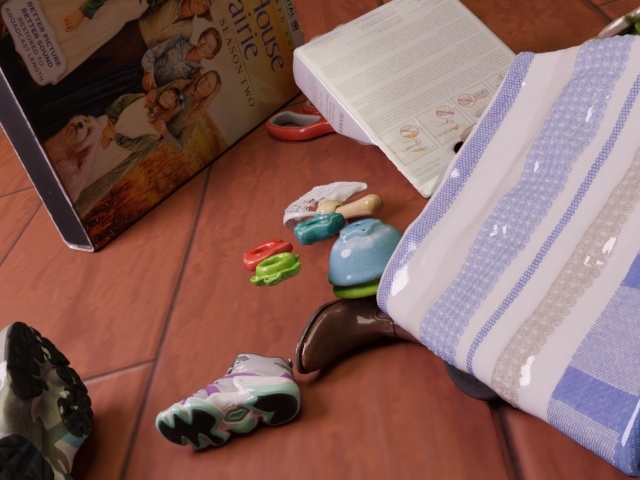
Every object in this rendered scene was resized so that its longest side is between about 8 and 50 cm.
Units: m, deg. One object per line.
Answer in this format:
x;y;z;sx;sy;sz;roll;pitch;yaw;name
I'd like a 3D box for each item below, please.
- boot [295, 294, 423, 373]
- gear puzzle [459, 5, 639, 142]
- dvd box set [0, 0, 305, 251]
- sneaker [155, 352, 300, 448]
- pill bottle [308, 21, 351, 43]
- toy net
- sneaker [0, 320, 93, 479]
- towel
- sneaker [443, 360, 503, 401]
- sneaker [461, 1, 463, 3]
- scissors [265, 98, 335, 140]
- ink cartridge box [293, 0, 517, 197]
0.053;0.065;0.556;0.114;0.037;0.106;13;45;40;boot
0.266;-0.155;0.612;0.175;0.044;0.339;-24;-7;-35;gear puzzle
-0.186;-0.228;0.940;0.062;0.307;0.420;9;39;39;dvd box set
-0.063;0.104;0.563;0.098;0.038;0.069;-11;27;-1;sneaker
0.062;-0.227;0.998;0.160;0.087;0.087;4;37;39;pill bottle
0.000;0.000;0.662;0.122;0.045;0.232;-21;14;-1;toy net
-0.210;0.173;0.499;0.122;0.110;0.283;-38;25;6;sneaker
0.125;-0.022;0.420;0.209;0.034;0.285;-58;16;-1;towel
0.201;0.003;0.506;0.270;0.145;0.090;-56;43;10;sneaker
0.131;-0.286;1.086;0.076;0.065;0.166;16;47;43;sneaker
0.047;-0.130;0.917;0.109;0.021;0.297;-32;31;-25;scissors
0.109;-0.150;0.834;0.189;0.066;0.232;-30;65;-14;ink cartridge box
